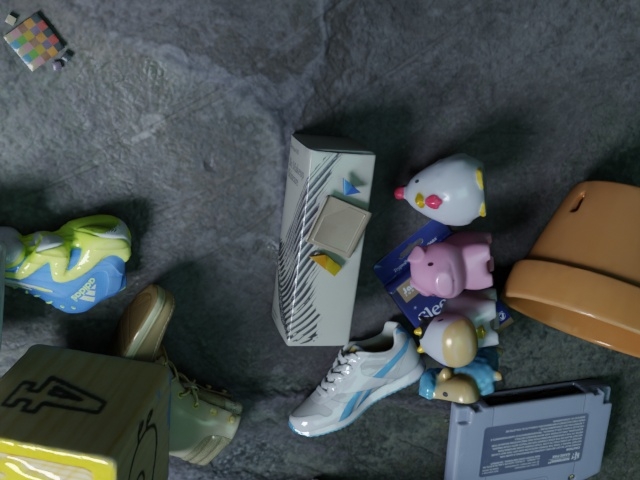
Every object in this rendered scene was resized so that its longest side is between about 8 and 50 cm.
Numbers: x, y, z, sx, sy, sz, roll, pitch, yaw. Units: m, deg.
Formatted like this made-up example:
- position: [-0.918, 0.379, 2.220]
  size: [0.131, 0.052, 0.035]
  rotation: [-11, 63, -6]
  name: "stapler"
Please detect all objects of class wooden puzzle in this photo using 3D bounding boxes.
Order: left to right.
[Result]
- position: [-0.340, -0.236, 0.919]
  size: [0.049, 0.006, 0.083]
  rotation: [-37, 116, -3]
  name: "wooden puzzle"
- position: [0.022, -0.017, 0.991]
  size: [0.078, 0.014, 0.116]
  rotation: [28, 99, -27]
  name: "wooden puzzle"

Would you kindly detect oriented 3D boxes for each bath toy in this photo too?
- position: [0.180, 0.052, 1.091]
  size: [0.128, 0.151, 0.349]
  rotation: [-3, 107, 16]
  name: "bath toy"

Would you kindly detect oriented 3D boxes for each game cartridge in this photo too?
- position: [0.353, 0.349, 1.327]
  size: [0.297, 0.062, 0.198]
  rotation: [-3, 114, -17]
  name: "game cartridge"

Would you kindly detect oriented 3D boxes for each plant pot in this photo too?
- position: [0.437, 0.042, 1.135]
  size: [0.290, 0.291, 0.204]
  rotation: [24, 84, -24]
  name: "plant pot"

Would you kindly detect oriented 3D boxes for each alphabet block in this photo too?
- position: [-0.299, 0.261, 0.921]
  size: [0.193, 0.197, 0.193]
  rotation: [7, 113, 5]
  name: "alphabet block"

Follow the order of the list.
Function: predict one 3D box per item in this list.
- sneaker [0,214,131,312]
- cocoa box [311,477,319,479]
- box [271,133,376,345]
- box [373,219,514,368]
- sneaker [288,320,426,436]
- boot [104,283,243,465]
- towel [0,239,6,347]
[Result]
- position: [-0.354, 0.047, 0.970]
  size: [0.240, 0.091, 0.126]
  rotation: [-8, 118, -10]
  name: "sneaker"
- position: [0.079, 0.590, 1.223]
  size: [0.347, 0.231, 0.228]
  rotation: [33, 98, -25]
  name: "cocoa box"
- position: [0.000, 0.000, 1.057]
  size: [0.094, 0.113, 0.275]
  rotation: [1, 107, -17]
  name: "box"
- position: [0.191, 0.086, 1.191]
  size: [0.136, 0.036, 0.225]
  rotation: [-38, 114, -2]
  name: "box"
- position: [0.044, 0.209, 1.166]
  size: [0.228, 0.087, 0.092]
  rotation: [-31, 109, -13]
  name: "sneaker"
- position: [-0.196, 0.195, 1.066]
  size: [0.203, 0.095, 0.262]
  rotation: [19, 108, -22]
  name: "boot"
- position: [-0.508, 0.069, 0.902]
  size: [0.284, 0.034, 0.209]
  rotation: [12, 106, 3]
  name: "towel"
